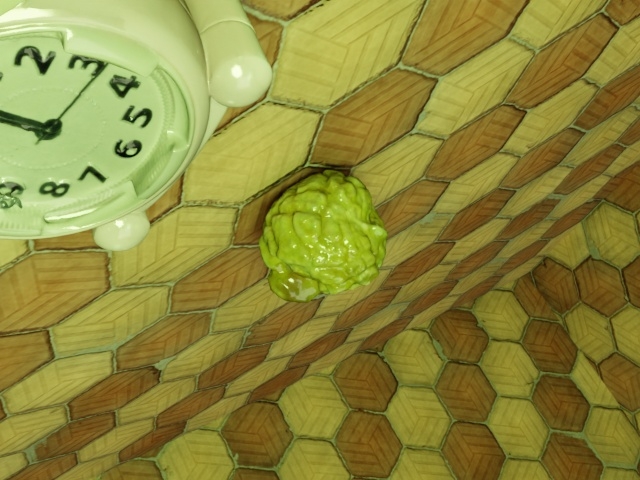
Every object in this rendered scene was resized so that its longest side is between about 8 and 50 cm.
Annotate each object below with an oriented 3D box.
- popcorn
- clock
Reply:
[{"bbox_3d":[0.000,0.000,1.216,0.237,0.206,0.251,-37,-177,-33],"label":"popcorn"},{"bbox_3d":[-0.253,-0.133,0.609,0.325,0.184,0.342,3,136,-49],"label":"clock"}]
